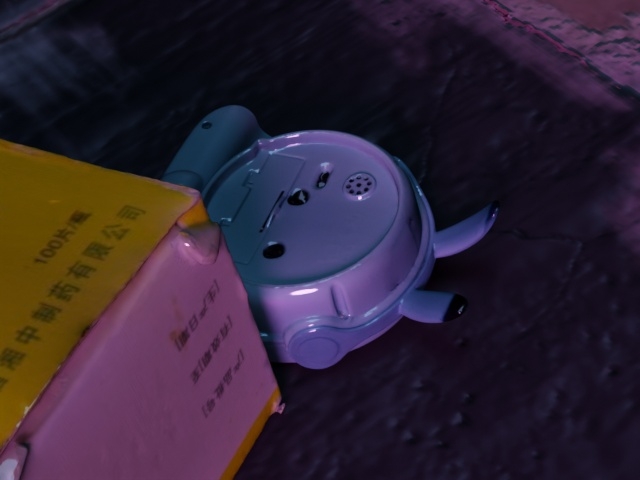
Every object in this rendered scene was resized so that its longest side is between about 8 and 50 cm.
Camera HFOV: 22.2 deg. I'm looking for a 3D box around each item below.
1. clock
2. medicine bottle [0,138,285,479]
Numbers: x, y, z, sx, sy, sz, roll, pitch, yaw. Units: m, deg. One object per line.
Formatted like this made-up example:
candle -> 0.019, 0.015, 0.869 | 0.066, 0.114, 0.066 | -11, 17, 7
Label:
clock -> 0.000, 0.001, 0.662 | 0.147, 0.045, 0.108 | 11, 53, 22
medicine bottle -> -0.157, 0.038, 0.606 | 0.250, 0.141, 0.137 | 15, 57, 26
